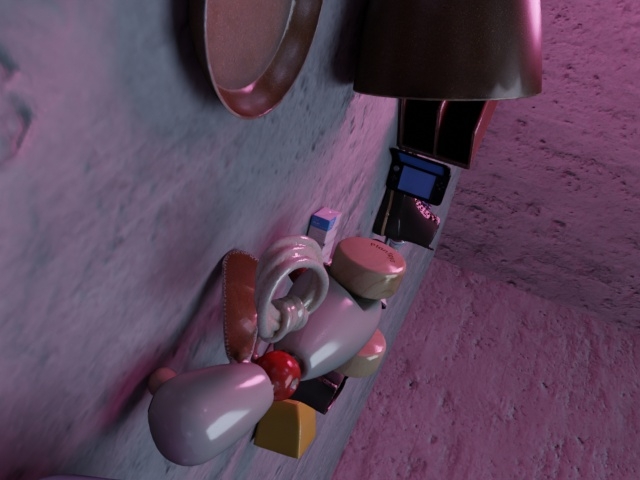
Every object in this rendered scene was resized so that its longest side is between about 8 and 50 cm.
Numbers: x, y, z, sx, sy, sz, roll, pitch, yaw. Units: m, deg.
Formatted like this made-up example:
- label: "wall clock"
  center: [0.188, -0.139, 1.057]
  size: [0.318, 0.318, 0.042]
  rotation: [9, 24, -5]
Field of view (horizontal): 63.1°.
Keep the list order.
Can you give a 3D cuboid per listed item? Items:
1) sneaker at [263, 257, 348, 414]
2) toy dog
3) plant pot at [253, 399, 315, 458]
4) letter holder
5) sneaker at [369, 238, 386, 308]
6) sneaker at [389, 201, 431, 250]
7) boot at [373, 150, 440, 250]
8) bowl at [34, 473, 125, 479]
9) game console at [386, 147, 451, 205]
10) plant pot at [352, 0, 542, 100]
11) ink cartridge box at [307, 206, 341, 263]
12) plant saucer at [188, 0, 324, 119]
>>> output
- label: "sneaker"
  center: [0.007, 0.139, 0.772]
  size: [0.222, 0.118, 0.083]
  rotation: [-62, 163, -22]
- label: "toy dog"
  center: [-0.046, 0.082, 0.546]
  size: [0.333, 0.161, 0.220]
  rotation: [10, 104, -59]
- label: "plant pot"
  center: [-0.053, 0.289, 0.851]
  size: [0.081, 0.081, 0.083]
  rotation: [-21, 120, -69]
- label: "letter holder"
  center: [0.273, -0.331, 0.991]
  size: [0.302, 0.152, 0.214]
  rotation: [-63, 162, -19]
- label: "sneaker"
  center: [0.082, 0.045, 0.988]
  size: [0.283, 0.107, 0.124]
  rotation: [69, 30, -73]
- label: "sneaker"
  center: [0.232, -0.046, 1.404]
  size: [0.191, 0.071, 0.083]
  rotation: [-49, 163, -30]
- label: "boot"
  center: [0.210, -0.086, 1.123]
  size: [0.077, 0.137, 0.198]
  rotation: [-26, 135, -68]
- label: "bowl"
  center: [-0.163, 0.265, 0.284]
  size: [0.311, 0.163, 0.312]
  rotation: [21, 90, -75]
- label: "game console"
  center: [0.188, -0.124, 1.026]
  size: [0.071, 0.122, 0.107]
  rotation: [-42, 151, -56]
- label: "plant pot"
  center: [0.145, -0.284, 0.573]
  size: [0.215, 0.215, 0.231]
  rotation: [-41, 135, -59]
- label: "ink cartridge box"
  center: [0.000, 0.000, 0.732]
  size: [0.048, 0.028, 0.083]
  rotation: [-36, 144, -62]
- label: "plant saucer"
  center: [-0.042, -0.171, 0.365]
  size: [0.168, 0.029, 0.169]
  rotation: [21, 90, -75]
